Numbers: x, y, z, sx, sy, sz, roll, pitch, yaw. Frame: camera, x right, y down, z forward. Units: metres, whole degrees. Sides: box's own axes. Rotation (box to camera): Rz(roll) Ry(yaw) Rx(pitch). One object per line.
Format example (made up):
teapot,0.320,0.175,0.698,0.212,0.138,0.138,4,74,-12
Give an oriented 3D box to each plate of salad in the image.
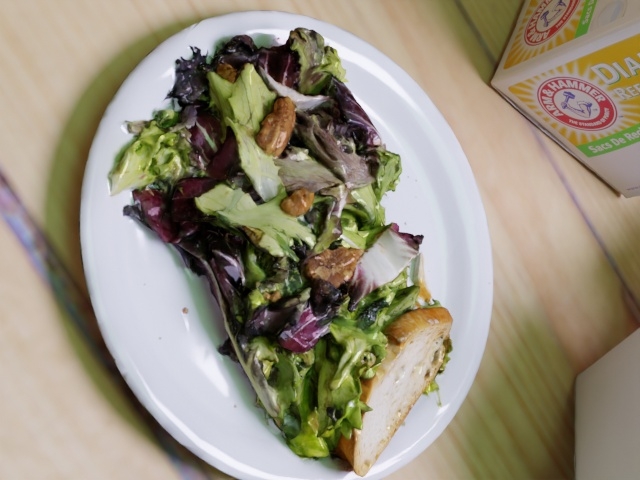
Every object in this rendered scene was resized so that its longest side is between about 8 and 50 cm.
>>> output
plate of salad,0.000,0.000,0.498,0.199,0.048,0.200,8,75,-32

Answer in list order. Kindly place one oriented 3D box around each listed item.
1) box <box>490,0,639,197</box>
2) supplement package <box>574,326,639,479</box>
box,0.191,-0.109,0.557,0.103,0.203,0.114,36,64,-22
supplement package,0.212,0.114,0.549,0.179,0.105,0.105,33,38,-15
